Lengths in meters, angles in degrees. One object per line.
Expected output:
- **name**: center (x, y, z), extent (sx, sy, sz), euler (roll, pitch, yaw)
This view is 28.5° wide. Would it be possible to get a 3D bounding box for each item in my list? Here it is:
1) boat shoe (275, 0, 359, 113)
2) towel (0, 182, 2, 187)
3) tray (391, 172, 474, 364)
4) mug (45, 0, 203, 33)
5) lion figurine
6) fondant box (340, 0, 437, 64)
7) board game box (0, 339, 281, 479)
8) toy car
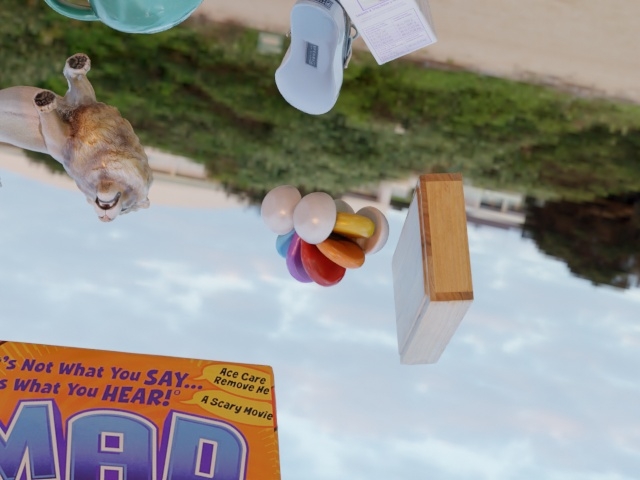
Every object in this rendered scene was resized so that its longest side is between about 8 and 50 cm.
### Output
- **boat shoe**: center (-0.001, -0.315, 1.992), extent (0.113, 0.105, 0.306), euler (24, 153, 11)
- **towel**: center (-0.434, -0.135, 1.238), extent (0.285, 0.034, 0.209), euler (55, -167, -12)
- **tray**: center (0.176, 0.060, 2.073), extent (0.076, 0.203, 0.411), euler (-2, 161, -4)
- **mug**: center (-0.187, -0.269, 1.272), extent (0.157, 0.097, 0.129), euler (1, -138, 26)
- **lion figurine**: center (-0.418, -0.170, 1.764), extent (0.392, 0.142, 0.240), euler (23, 153, 14)
- **fondant box**: center (0.044, -0.433, 1.697), extent (0.096, 0.238, 0.330), euler (-20, 143, 16)
- **board game box**: center (-0.253, 0.351, 1.271), extent (0.356, 0.356, 0.356), euler (7, -129, -16)
- **toy car**: center (0.000, 0.000, 1.866), extent (0.159, 0.136, 0.182), euler (14, -179, -39)
